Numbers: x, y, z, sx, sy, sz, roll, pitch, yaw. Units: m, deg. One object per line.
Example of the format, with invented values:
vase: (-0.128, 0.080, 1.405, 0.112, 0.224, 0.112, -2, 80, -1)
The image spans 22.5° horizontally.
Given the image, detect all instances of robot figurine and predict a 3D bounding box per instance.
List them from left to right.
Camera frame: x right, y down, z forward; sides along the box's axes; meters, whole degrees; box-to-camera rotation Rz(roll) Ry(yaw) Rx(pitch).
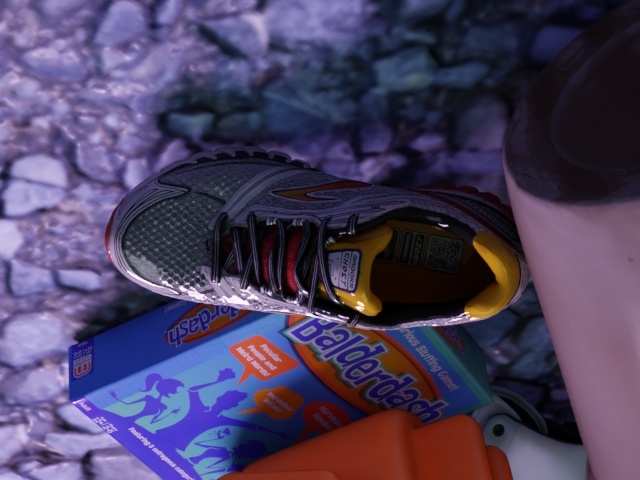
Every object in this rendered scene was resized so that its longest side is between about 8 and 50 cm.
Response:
robot figurine: (0.009, 0.179, 0.965, 0.219, 0.128, 0.158, -24, 177, 17)

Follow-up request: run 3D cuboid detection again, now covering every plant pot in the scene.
plant pot: (0.236, 0.023, 0.796, 0.323, 0.323, 0.280, -27, 119, 20)

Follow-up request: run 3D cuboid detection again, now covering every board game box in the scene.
board game box: (-0.023, 0.082, 0.983, 0.210, 0.047, 0.160, -25, 135, 17)

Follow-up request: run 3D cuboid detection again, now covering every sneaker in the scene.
sneaker: (0.000, 0.000, 0.835, 0.225, 0.093, 0.088, 2, 100, 1)
sneaker: (0.076, 0.165, 1.077, 0.256, 0.151, 0.094, 8, -178, 21)
